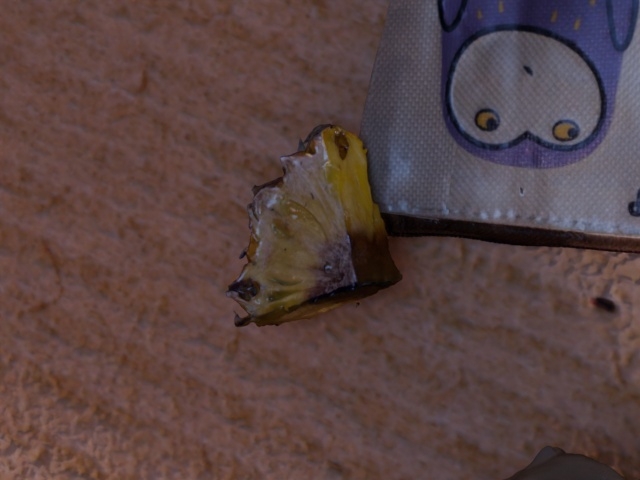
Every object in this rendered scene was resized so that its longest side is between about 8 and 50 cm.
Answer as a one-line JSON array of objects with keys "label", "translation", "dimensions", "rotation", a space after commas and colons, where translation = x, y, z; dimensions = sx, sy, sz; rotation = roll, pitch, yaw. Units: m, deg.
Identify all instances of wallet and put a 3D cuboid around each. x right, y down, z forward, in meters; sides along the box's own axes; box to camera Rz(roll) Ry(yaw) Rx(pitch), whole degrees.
[{"label": "wallet", "translation": [0.182, -0.106, 1.166], "dimensions": [0.335, 0.068, 0.275], "rotation": [7, 95, 21]}]

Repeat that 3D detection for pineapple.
[{"label": "pineapple", "translation": [0.000, 0.000, 1.211], "dimensions": [0.116, 0.069, 0.137], "rotation": [31, 114, 37]}]

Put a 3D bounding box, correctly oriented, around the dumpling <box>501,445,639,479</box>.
[{"label": "dumpling", "translation": [0.126, 0.220, 1.118], "dimensions": [0.293, 0.204, 0.163], "rotation": [-30, 92, 8]}]
